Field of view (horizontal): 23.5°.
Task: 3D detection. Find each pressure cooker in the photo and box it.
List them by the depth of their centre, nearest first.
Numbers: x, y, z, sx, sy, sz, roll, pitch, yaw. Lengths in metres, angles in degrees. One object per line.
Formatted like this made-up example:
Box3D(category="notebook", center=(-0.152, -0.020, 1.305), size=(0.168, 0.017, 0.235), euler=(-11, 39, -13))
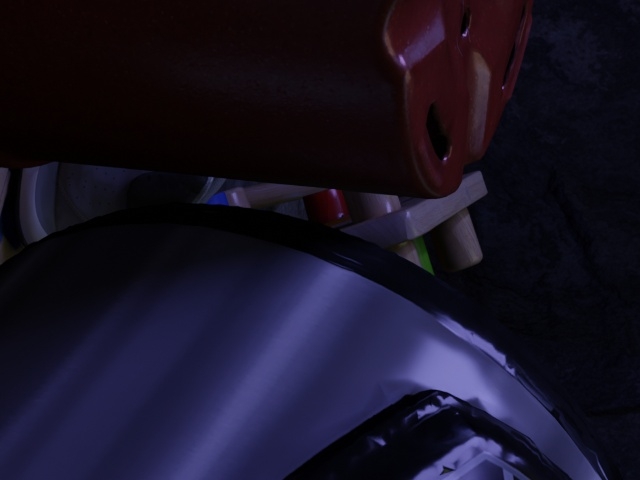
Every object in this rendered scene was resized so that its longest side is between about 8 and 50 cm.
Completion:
Box3D(category="pressure cooker", center=(-0.085, 0.235, 0.580), size=(0.420, 0.370, 0.375), euler=(-53, 154, -48))

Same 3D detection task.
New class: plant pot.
Box3D(category="plant pot", center=(-0.053, -0.137, 0.662), size=(0.272, 0.265, 0.272), euler=(12, 90, -71))

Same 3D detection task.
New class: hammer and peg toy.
Box3D(category="hammer and peg toy", center=(0.000, 0.000, 1.260), size=(0.361, 0.266, 0.127), euler=(-28, 100, -71))

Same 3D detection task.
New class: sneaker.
Box3D(category="sneaker", center=(-0.100, -0.093, 0.897), size=(0.086, 0.132, 0.228), euler=(-52, 151, -72))

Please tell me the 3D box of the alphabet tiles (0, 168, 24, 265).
Box3D(category="alphabet tiles", center=(-0.182, -0.088, 0.846), size=(0.342, 0.011, 0.285), euler=(75, 26, -69))
